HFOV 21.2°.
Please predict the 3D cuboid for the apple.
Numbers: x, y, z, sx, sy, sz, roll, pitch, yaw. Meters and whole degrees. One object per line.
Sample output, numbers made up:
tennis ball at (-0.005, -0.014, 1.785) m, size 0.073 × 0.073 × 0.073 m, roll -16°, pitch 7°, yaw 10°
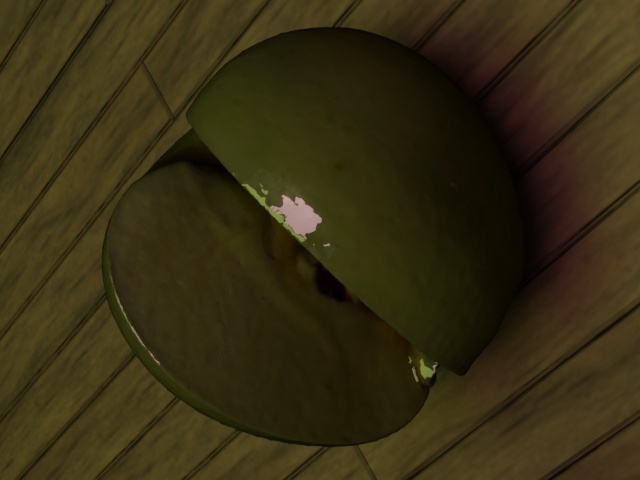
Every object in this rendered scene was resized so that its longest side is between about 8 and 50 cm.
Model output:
apple at (0.000, 0.000, 1.170) m, size 0.254 × 0.292 × 0.292 m, roll 40°, pitch 135°, yaw -5°
